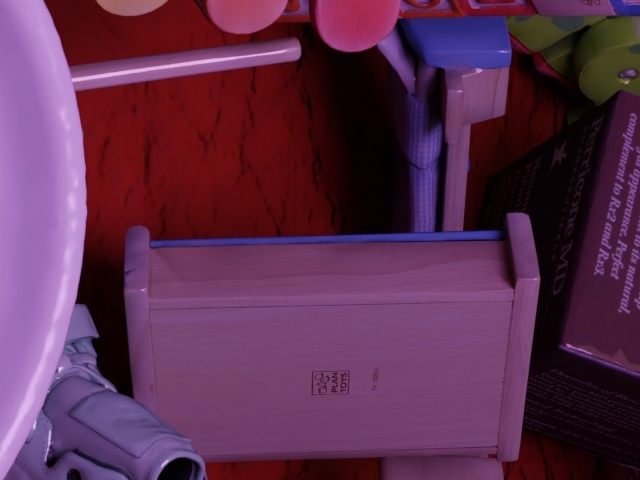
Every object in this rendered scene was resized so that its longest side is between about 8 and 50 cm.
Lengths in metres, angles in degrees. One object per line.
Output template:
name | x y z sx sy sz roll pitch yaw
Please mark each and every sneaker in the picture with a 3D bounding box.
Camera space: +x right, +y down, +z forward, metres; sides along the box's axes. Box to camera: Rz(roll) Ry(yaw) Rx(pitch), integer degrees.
sneaker | -0.113 0.050 0.868 0.094 0.151 0.256 -24 110 -48

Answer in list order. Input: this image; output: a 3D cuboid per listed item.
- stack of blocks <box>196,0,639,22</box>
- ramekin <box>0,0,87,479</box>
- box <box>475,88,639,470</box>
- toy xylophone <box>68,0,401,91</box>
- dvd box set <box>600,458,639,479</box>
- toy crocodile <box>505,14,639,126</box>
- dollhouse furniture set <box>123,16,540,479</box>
stack of blocks | 0.039 -0.198 0.931 0.087 0.297 0.171 -60 137 -30
ramekin | -0.220 -0.006 0.601 0.277 0.135 0.277 -18 114 -46
box | 0.197 0.034 1.191 0.167 0.203 0.168 20 71 -12
toy xylophone | -0.073 -0.149 0.787 0.322 0.081 0.236 -13 126 -16
dvd box set | 0.302 0.023 1.334 0.062 0.307 0.420 18 74 -8
toy crocodile | 0.139 -0.170 1.239 0.340 0.105 0.115 38 34 -46
dollhouse furniture set | 0.000 0.000 1.089 0.303 0.198 0.286 -93 -178 -46
